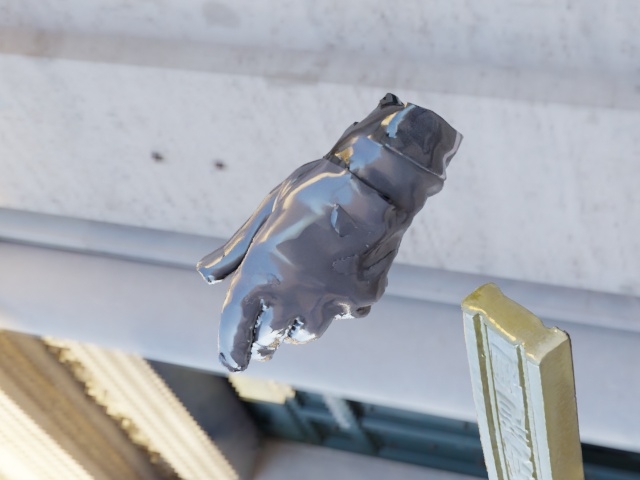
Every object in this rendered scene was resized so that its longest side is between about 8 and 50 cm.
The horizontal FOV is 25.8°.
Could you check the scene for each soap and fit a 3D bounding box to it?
[{"bbox_3d":[0.161,0.149,1.083,0.037,0.092,0.252,-32,-49,-20],"label":"soap"}]

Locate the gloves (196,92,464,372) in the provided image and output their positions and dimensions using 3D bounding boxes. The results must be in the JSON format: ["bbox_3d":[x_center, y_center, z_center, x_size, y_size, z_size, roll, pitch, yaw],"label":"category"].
[{"bbox_3d":[0.000,-0.003,1.133,0.285,0.142,0.119,-57,-12,22],"label":"gloves"}]
